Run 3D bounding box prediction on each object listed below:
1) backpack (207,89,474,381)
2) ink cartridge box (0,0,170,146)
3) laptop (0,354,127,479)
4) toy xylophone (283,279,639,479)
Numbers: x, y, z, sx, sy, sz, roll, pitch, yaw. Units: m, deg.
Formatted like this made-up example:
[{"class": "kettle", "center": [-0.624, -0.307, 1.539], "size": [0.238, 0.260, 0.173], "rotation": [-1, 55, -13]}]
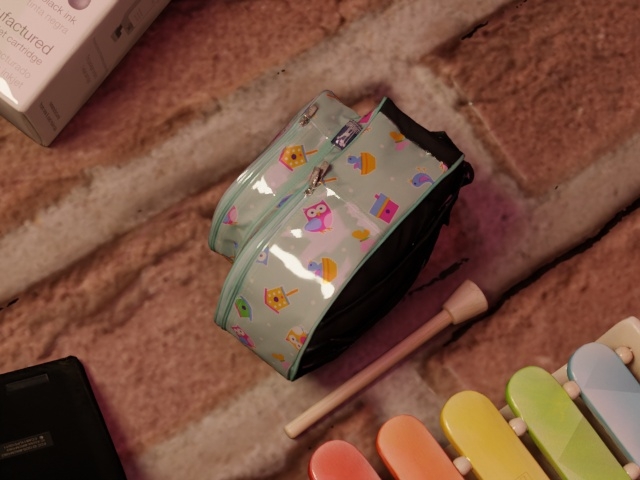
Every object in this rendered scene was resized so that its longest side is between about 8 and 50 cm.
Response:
[{"class": "backpack", "center": [0.000, 0.000, 1.197], "size": [0.144, 0.166, 0.188], "rotation": [32, 64, 4]}, {"class": "ink cartridge box", "center": [-0.201, -0.247, 1.249], "size": [0.207, 0.117, 0.283], "rotation": [37, 81, 5]}, {"class": "laptop", "center": [-0.280, 0.335, 1.098], "size": [0.382, 0.236, 0.408], "rotation": [-14, 44, -16]}, {"class": "toy xylophone", "center": [0.113, 0.163, 1.203], "size": [0.323, 0.081, 0.236], "rotation": [-40, 81, -22]}]
